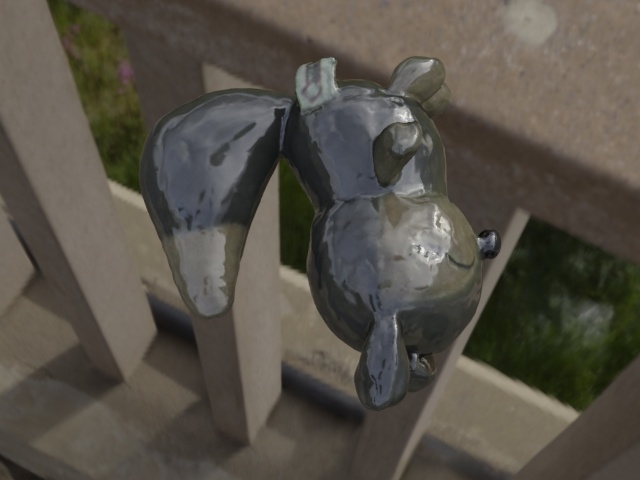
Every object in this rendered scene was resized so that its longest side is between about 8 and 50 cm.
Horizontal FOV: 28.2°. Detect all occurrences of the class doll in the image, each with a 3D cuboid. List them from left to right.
[{"bbox_3d":[0.007,0.005,1.434,0.379,0.252,0.382,-7,80,22],"label":"doll"}]
